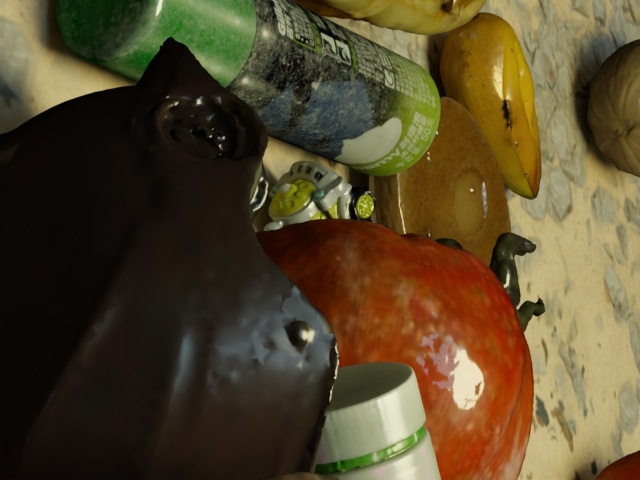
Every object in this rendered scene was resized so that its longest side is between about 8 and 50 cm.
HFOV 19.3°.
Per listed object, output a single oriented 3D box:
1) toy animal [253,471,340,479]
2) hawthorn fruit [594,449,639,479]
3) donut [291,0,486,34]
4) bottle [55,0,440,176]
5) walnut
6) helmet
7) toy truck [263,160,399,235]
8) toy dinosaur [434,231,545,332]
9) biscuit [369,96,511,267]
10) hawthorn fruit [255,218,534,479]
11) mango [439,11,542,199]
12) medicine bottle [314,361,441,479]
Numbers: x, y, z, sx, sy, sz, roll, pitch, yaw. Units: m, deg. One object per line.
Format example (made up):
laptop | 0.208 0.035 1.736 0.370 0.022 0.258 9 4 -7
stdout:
toy animal | -0.047 0.283 0.940 0.344 0.303 0.194 52 -2 -41
hawthorn fruit | 0.352 0.288 1.610 0.224 0.261 0.224 4 85 -54
donut | 0.023 -0.355 1.330 0.449 0.198 0.448 20 65 -54
bottle | -0.040 -0.121 1.268 0.330 0.093 0.093 18 67 -54
walnut | 0.325 -0.126 1.793 0.162 0.140 0.140 -13 93 -67
helmet | -0.125 0.039 0.998 0.177 0.225 0.305 -10 53 -25
toy truck | 0.000 0.000 1.326 0.077 0.076 0.111 -51 126 -25
toy dinosaur | 0.110 0.088 1.374 0.187 0.087 0.179 47 48 -41
biscuit | 0.090 -0.007 1.475 0.181 0.049 0.208 -11 93 -57
hawthorn fruit | 0.011 0.125 1.174 0.242 0.242 0.271 26 71 -52
mango | 0.149 -0.115 1.583 0.101 0.066 0.187 -72 144 -48
medicine bottle | 0.032 0.167 1.039 0.086 0.086 0.183 -30 108 -56
